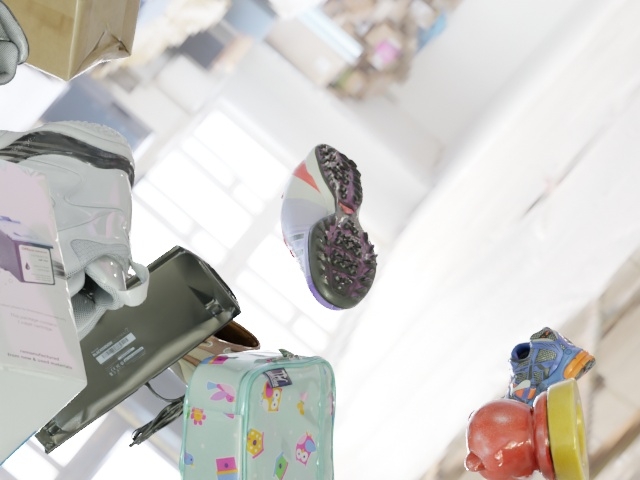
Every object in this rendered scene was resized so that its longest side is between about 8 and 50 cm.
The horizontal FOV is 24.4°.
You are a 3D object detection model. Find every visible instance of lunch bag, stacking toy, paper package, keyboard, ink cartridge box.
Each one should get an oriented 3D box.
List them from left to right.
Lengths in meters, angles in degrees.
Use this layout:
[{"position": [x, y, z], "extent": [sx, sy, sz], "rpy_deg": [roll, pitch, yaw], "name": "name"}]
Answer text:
[{"position": [-0.247, 0.053, 1.047], "extent": [0.139, 0.082, 0.191], "rpy_deg": [-42, -130, 30], "name": "ink cartridge box"}, {"position": [-0.416, -0.423, 2.072], "extent": [0.168, 0.324, 0.310], "rpy_deg": [-38, 146, -56], "name": "paper package"}, {"position": [-0.235, 0.162, 1.881], "extent": [0.317, 0.201, 0.033], "rpy_deg": [-36, -165, 5], "name": "keyboard"}, {"position": [-0.065, 0.265, 1.788], "extent": [0.224, 0.107, 0.279], "rpy_deg": [0, 94, -55], "name": "lunch bag"}, {"position": [0.226, 0.330, 1.583], "extent": [0.130, 0.280, 0.309], "rpy_deg": [-7, -155, 14], "name": "stacking toy"}]

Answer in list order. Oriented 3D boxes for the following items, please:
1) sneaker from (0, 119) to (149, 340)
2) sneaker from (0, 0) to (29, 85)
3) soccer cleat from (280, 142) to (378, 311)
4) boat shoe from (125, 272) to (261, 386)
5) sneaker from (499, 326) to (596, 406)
[{"position": [-0.340, 0.012, 1.396], "extent": [0.365, 0.210, 0.137], "rpy_deg": [-12, 142, -12], "name": "sneaker"}, {"position": [-0.381, -0.162, 1.489], "extent": [0.101, 0.153, 0.269], "rpy_deg": [-49, 156, -49], "name": "sneaker"}, {"position": [0.000, 0.000, 1.992], "extent": [0.116, 0.108, 0.318], "rpy_deg": [-45, -151, 28], "name": "soccer cleat"}, {"position": [-0.198, 0.100, 1.989], "extent": [0.116, 0.324, 0.123], "rpy_deg": [-39, -131, 10], "name": "boat shoe"}, {"position": [0.281, 0.172, 1.928], "extent": [0.083, 0.087, 0.221], "rpy_deg": [-35, 168, -31], "name": "sneaker"}]
